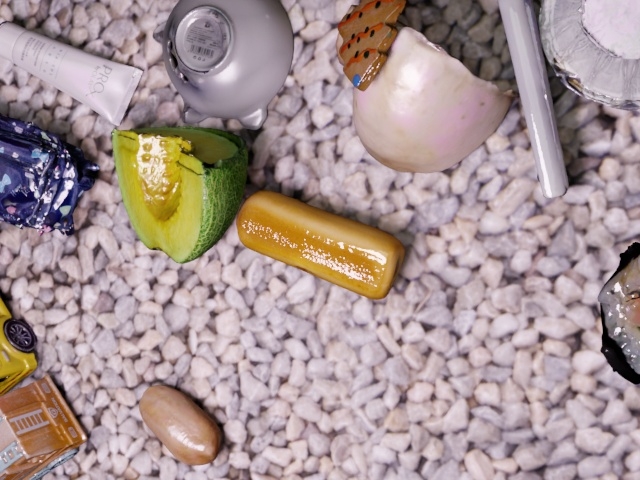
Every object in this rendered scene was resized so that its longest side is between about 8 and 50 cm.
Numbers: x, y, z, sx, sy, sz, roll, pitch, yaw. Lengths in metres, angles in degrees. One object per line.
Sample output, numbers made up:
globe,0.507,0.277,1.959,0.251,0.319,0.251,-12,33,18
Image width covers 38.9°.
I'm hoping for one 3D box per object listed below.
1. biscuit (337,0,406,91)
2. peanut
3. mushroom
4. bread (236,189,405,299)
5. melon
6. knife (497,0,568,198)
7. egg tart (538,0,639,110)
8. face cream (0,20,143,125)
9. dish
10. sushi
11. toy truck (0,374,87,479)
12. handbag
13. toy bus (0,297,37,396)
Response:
biscuit,0.056,-0.243,1.095,0.119,0.019,0.130,-14,65,52
peanut,-0.207,0.270,1.333,0.152,0.076,0.076,38,104,20
mushroom,0.096,-0.182,1.154,0.236,0.162,0.173,36,102,17
bread,0.000,0.000,1.243,0.239,0.074,0.093,22,115,20
melon,-0.179,-0.066,1.280,0.265,0.129,0.169,23,119,47
knife,0.269,-0.184,1.138,0.040,0.073,0.266,-13,90,12
egg tart,0.377,-0.273,1.081,0.234,0.094,0.234,0,90,19
face cream,-0.393,-0.265,1.395,0.243,0.058,0.092,26,96,12
dish,-0.156,-0.269,1.285,0.228,0.086,0.236,-46,76,16
sushi,0.457,0.065,1.022,0.225,0.218,0.239,-1,123,54
toy truck,-0.529,0.350,1.409,0.305,0.162,0.136,-38,79,18
handbag,-0.472,-0.108,1.399,0.260,0.113,0.162,22,93,26
toy bus,-0.597,0.102,1.432,0.145,0.151,0.331,-38,80,20
